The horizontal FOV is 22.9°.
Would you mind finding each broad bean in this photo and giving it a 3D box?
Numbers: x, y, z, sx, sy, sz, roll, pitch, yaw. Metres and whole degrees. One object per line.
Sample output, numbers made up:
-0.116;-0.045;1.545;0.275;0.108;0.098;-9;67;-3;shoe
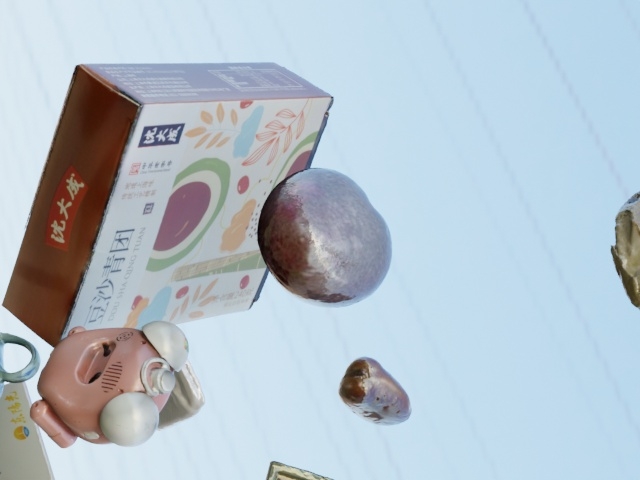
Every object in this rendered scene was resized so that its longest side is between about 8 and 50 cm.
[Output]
0.091;0.256;2.609;0.114;0.165;0.084;10;-116;44;broad bean

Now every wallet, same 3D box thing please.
-0.225;0.200;2.196;0.183;0.032;0.124;-30;-96;57;wallet

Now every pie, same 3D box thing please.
0.359;0.037;1.514;0.046;0.195;0.195;-39;-117;46;pie

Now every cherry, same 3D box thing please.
0.001;0.004;1.823;0.140;0.176;0.176;-34;-115;34;cherry

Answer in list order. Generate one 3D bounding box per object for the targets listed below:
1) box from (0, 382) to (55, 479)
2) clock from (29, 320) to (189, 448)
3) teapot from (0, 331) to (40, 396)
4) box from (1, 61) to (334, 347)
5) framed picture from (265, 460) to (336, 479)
-0.487;0.390;2.342;0.065;0.200;0.343;98;-28;-58;box
-0.242;0.163;1.839;0.162;0.166;0.092;-5;-45;31;clock
-0.486;0.190;2.106;0.159;0.232;0.159;156;-90;-83;teapot
-0.192;-0.055;2.060;0.122;0.385;0.344;34;-65;29;box
0.060;0.445;2.014;0.022;0.335;0.247;147;-40;-68;framed picture
